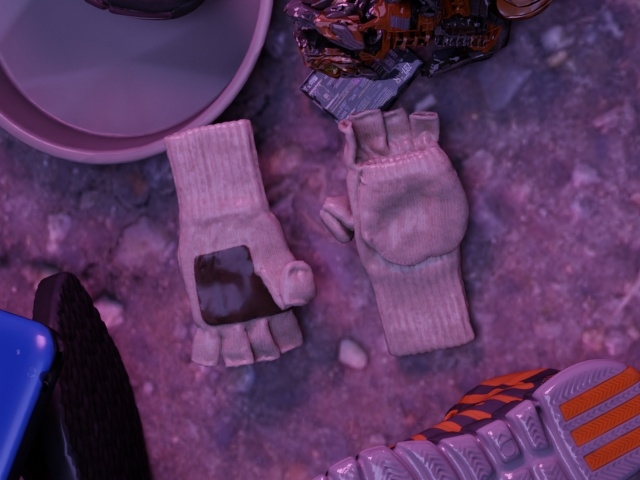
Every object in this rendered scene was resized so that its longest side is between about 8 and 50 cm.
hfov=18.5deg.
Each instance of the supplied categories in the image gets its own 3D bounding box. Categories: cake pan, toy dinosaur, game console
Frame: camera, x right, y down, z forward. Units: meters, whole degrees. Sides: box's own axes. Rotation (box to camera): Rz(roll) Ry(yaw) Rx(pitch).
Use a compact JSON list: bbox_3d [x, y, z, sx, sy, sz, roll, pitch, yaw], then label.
[{"bbox_3d":[-0.172,-0.209,1.611,0.293,0.054,0.293,1,94,15],"label":"cake pan"},{"bbox_3d":[0.122,-0.238,1.491,0.322,0.164,0.218,-34,129,-13],"label":"toy dinosaur"},{"bbox_3d":[-0.296,0.197,1.540,0.250,0.173,0.293,15,81,35],"label":"game console"}]

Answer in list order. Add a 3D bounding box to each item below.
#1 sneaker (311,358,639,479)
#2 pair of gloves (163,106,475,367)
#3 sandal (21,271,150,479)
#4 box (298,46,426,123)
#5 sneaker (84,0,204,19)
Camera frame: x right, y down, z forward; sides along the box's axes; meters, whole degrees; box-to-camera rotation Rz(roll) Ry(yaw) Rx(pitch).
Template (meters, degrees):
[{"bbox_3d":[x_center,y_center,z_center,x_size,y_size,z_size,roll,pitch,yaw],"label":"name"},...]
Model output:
[{"bbox_3d":[0.097,0.190,1.486,0.321,0.180,0.124,-21,89,-11],"label":"sneaker"},{"bbox_3d":[0.000,0.000,1.559,0.240,0.042,0.204,-3,103,9],"label":"pair of gloves"},{"bbox_3d":[-0.196,0.250,1.587,0.107,0.167,0.446,-11,91,10],"label":"sandal"},{"bbox_3d":[0.034,-0.132,1.579,0.067,0.018,0.083,41,102,9],"label":"box"},{"bbox_3d":[-0.222,-0.256,1.508,0.281,0.162,0.106,29,100,12],"label":"sneaker"}]
